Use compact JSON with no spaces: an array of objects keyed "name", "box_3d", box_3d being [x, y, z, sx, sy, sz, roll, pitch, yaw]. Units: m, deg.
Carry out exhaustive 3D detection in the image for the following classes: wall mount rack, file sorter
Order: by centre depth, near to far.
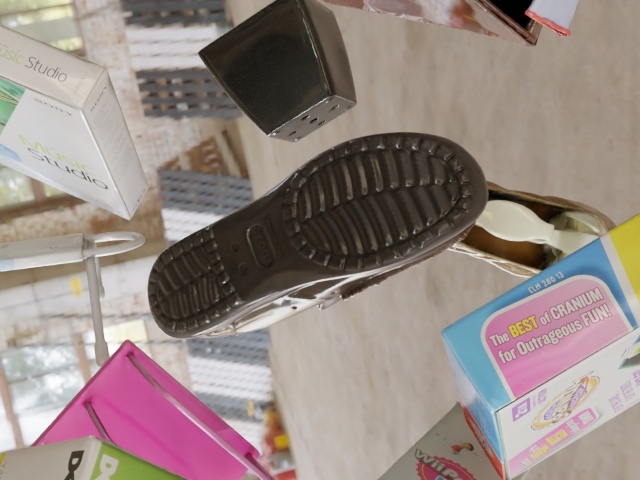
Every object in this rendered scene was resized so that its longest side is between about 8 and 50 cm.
[{"name":"file sorter","box_3d":[-0.204,0.287,1.003,0.202,0.291,0.182,44,170,-18]},{"name":"wall mount rack","box_3d":[-0.406,0.081,1.364,0.304,0.350,0.131,-134,37,-73]}]

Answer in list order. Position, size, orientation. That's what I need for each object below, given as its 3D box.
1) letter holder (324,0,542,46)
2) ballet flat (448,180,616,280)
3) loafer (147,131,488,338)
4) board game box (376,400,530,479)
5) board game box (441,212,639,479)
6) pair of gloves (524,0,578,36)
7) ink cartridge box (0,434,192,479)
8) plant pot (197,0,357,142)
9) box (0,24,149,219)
[{"name":"letter holder","box_3d":[0.063,-0.319,0.960,0.301,0.214,0.152,25,94,45]},{"name":"ballet flat","box_3d":[0.258,-0.011,1.215,0.124,0.342,0.116,13,87,66]},{"name":"loafer","box_3d":[0.000,0.000,1.021,0.130,0.365,0.134,26,-134,-64]},{"name":"board game box","box_3d":[0.061,0.296,0.842,0.097,0.303,0.224,30,113,20]},{"name":"board game box","box_3d":[0.247,0.048,0.727,0.064,0.316,0.242,59,177,26]},{"name":"pair of gloves","box_3d":[0.164,-0.244,0.723,0.023,0.198,0.159,18,86,57]},{"name":"ink cartridge box","box_3d":[-0.102,0.196,0.487,0.255,0.097,0.189,-19,47,43]},{"name":"plant pot","box_3d":[-0.047,-0.259,1.574,0.167,0.187,0.188,63,-163,7]},{"name":"box","box_3d":[-0.321,-0.138,1.094,0.322,0.232,0.058,96,-162,-71]}]
